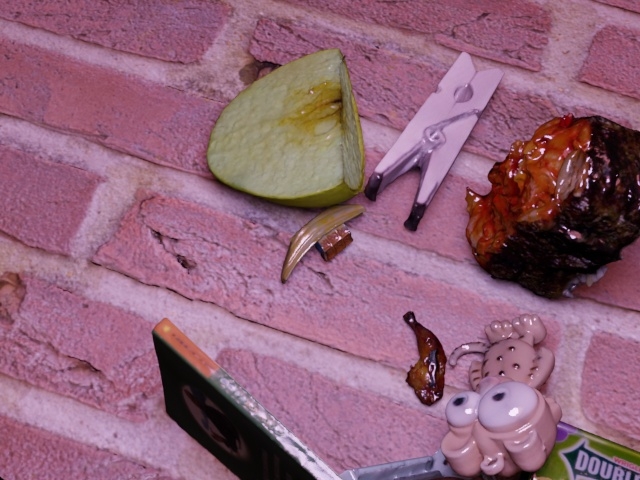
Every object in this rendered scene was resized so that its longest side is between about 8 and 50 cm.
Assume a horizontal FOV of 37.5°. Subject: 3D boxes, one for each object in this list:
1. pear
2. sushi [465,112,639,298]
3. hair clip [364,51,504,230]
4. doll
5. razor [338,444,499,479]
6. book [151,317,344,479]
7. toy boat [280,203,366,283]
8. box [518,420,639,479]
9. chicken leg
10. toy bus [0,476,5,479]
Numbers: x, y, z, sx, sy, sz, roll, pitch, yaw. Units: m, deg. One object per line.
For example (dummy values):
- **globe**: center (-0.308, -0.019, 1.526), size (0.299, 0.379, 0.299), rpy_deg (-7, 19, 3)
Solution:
- **pear**: center (-0.055, -0.140, 1.479), size (0.239, 0.139, 0.288), rpy_deg (-9, 54, 11)
- **sushi**: center (0.331, -0.042, 1.310), size (0.182, 0.343, 0.196), rpy_deg (9, 63, -11)
- **hair clip**: center (0.188, -0.170, 1.523), size (0.101, 0.085, 0.331), rpy_deg (28, 58, 11)
- **doll**: center (0.243, 0.204, 1.264), size (0.154, 0.119, 0.278), rpy_deg (-21, 26, 21)
- **razor**: center (0.118, 0.295, 1.214), size (0.278, 0.056, 0.111), rpy_deg (1, 52, -46)
- **book**: center (-0.065, 0.273, 1.178), size (0.371, 0.260, 0.043), rpy_deg (39, 63, 18)
- **toy boat**: center (0.000, 0.000, 1.442), size (0.172, 0.065, 0.066), rpy_deg (-39, 88, -17)
- **box**: center (0.435, 0.352, 1.233), size (0.345, 0.097, 0.134), rpy_deg (21, 60, 11)
- **chicken leg**: center (0.152, 0.169, 1.369), size (0.062, 0.037, 0.145), rpy_deg (-5, 63, 12)
- **toy bus**: center (-0.428, 0.364, 1.186), size (0.303, 0.147, 0.127), rpy_deg (31, 66, 17)
